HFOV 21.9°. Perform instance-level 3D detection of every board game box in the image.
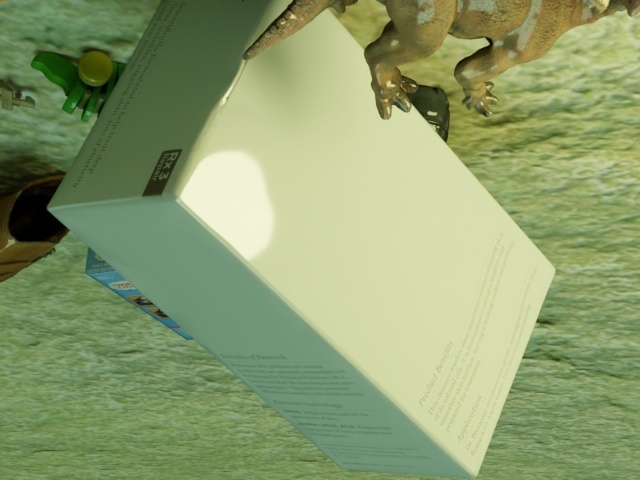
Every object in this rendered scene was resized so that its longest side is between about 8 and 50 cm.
[{"bbox_3d":[-0.129,0.051,1.788,0.160,0.039,0.211,-8,155,25],"label":"board game box"}]

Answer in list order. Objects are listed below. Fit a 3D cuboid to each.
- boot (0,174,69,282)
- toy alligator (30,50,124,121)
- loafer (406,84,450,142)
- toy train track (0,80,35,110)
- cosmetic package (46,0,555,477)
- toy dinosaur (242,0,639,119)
[{"bbox_3d":[-0.354,0.044,1.553,0.220,0.283,0.109,-21,106,34],"label":"boot"},{"bbox_3d":[-0.151,-0.115,1.385,0.189,0.051,0.056,12,156,-17],"label":"toy alligator"},{"bbox_3d":[0.068,-0.058,1.448,0.076,0.078,0.223,6,157,-4],"label":"loafer"},{"bbox_3d":[-0.286,-0.131,1.422,0.083,0.014,0.048,13,163,-7],"label":"toy train track"},{"bbox_3d":[0.000,0.000,1.289,0.156,0.217,0.385,-5,139,45],"label":"cosmetic package"},{"bbox_3d":[0.100,-0.178,1.069,0.295,0.127,0.200,0,158,-12],"label":"toy dinosaur"}]
